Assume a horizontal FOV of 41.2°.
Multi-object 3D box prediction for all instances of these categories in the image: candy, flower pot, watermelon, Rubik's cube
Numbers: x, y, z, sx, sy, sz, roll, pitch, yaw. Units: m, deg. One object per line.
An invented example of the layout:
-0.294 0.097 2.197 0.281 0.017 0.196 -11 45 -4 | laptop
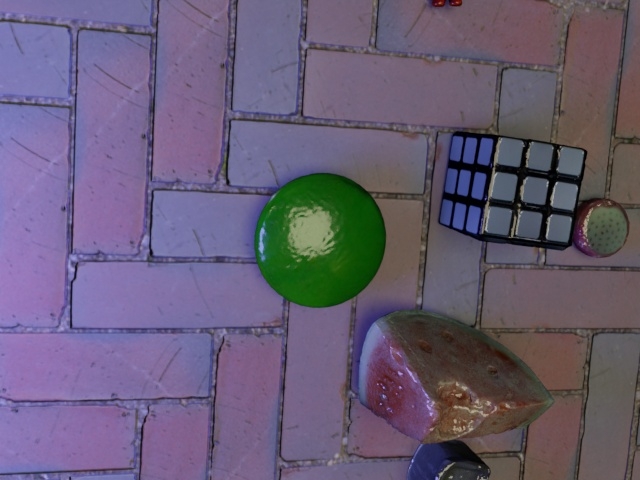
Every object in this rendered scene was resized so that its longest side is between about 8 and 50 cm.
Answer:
0.476 -0.021 1.453 0.103 0.043 0.103 -2 96 -15 | candy
0.202 0.453 1.415 0.103 0.108 0.229 7 95 -15 | flower pot
0.199 0.245 1.337 0.318 0.226 0.148 24 118 -6 | watermelon
0.296 -0.080 1.333 0.160 0.162 0.163 6 95 -17 | Rubik's cube

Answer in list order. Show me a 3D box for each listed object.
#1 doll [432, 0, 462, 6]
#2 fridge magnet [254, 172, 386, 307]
0.194 -0.457 1.301 0.104 0.062 0.195 5 101 28 | doll
0.000 0.000 1.302 0.207 0.088 0.208 -2 99 -14 | fridge magnet
